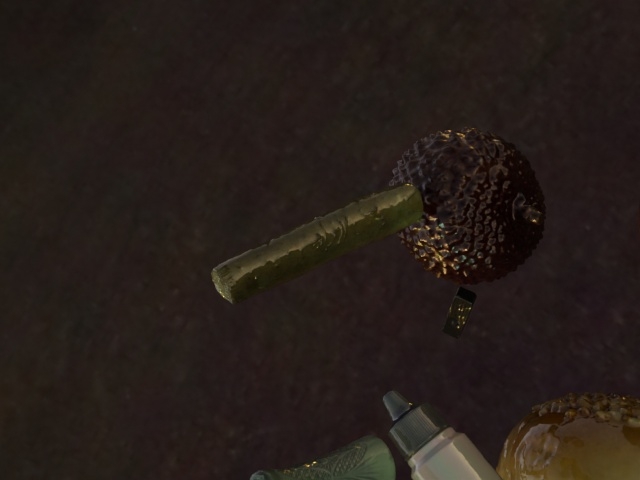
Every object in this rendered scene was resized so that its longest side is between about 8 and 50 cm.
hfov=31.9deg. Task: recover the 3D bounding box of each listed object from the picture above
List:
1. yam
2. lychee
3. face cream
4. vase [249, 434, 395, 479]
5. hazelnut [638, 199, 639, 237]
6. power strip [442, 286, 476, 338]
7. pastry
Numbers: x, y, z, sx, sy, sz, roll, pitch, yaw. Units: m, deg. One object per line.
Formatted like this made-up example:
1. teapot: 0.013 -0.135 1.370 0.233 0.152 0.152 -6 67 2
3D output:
1. yam: 0.000 0.000 1.764 0.371 0.083 0.083 -23 13 -24
2. lychee: 0.257 -0.061 1.947 0.304 0.276 0.276 9 66 40
3. face cream: 0.182 0.313 1.407 0.092 0.311 0.092 -37 -16 -12
4. vase: 0.000 0.359 1.675 0.096 0.219 0.096 11 104 52
5. hazelnut: 0.638 -0.032 1.534 0.402 0.402 0.429 -40 13 31
6. power strip: 0.248 0.131 2.003 0.029 0.038 0.111 -56 -15 -40
7. pastry: 0.467 0.372 1.686 0.409 0.409 0.245 -14 50 56
